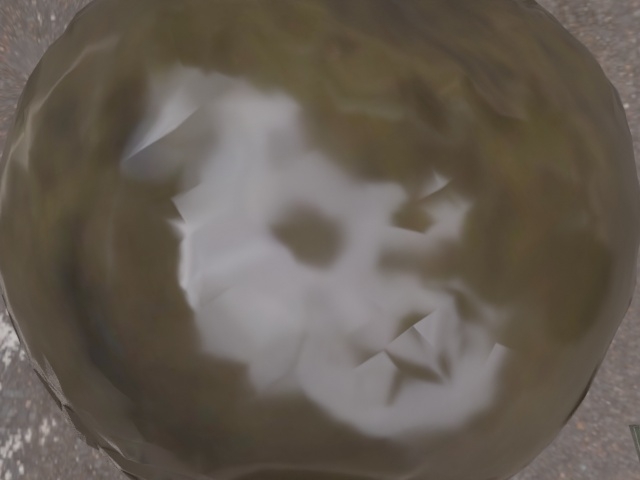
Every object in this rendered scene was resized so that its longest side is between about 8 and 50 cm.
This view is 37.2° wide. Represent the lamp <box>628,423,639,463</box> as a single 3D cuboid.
[{"bbox_3d":[0.409,0.192,1.072,0.121,0.121,0.214,0,82,-16],"label":"lamp"}]

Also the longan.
[{"bbox_3d":[0.000,0.005,0.648,0.436,0.404,0.404,-19,105,-45],"label":"longan"}]
